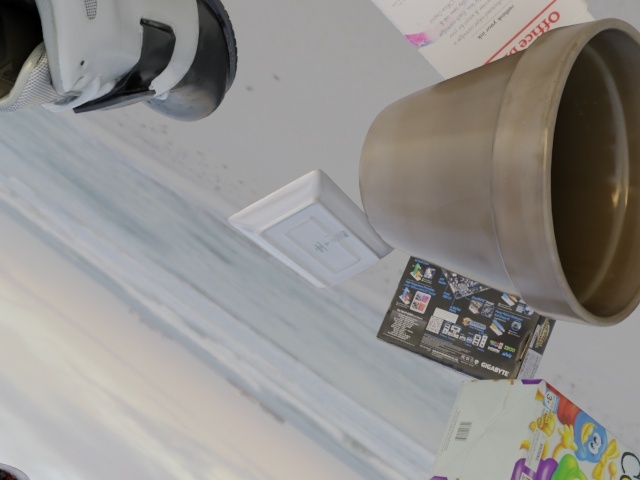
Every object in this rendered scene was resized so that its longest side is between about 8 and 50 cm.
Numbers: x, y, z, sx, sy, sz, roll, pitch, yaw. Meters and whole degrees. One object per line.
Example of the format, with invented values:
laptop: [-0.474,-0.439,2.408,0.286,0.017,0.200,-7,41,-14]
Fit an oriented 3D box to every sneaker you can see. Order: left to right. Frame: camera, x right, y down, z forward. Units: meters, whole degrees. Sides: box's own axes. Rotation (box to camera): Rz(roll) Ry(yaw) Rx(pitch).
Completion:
sneaker: [-0.144,-0.123,0.465,0.122,0.146,0.330,14,166,16]

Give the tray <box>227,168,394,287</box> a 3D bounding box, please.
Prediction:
tray: [0.000,0.000,1.180,0.270,0.145,0.030,40,-155,-54]

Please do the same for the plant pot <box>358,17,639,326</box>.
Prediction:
plant pot: [0.210,-0.077,0.962,0.280,0.323,0.323,5,150,42]

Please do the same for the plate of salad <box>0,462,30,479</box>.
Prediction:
plate of salad: [-0.467,0.328,1.047,0.200,0.200,0.048,51,-162,-51]

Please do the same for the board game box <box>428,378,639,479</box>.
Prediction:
board game box: [0.298,0.305,1.068,0.275,0.144,0.142,37,152,-25]

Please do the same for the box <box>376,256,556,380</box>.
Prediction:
box: [0.278,0.091,1.486,0.296,0.293,0.073,17,170,41]

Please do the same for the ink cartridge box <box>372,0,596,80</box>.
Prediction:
ink cartridge box: [0.220,-0.333,1.166,0.353,0.207,0.119,45,-161,-10]
